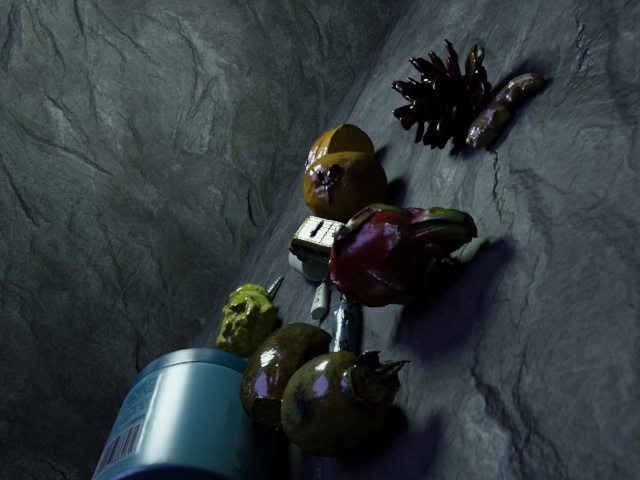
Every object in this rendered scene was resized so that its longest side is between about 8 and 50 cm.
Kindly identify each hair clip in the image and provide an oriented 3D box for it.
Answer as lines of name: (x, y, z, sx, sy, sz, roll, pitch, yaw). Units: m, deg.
hair clip: (-0.202, 0.224, 1.953, 0.229, 0.036, 0.066, -62, 20, -13)

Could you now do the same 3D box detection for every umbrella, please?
umbrella: (0.050, 0.178, 1.100, 0.053, 0.052, 0.250, -32, 26, 24)

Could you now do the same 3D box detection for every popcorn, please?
popcorn: (-0.243, 0.272, 1.714, 0.225, 0.174, 0.286, -64, 12, 9)

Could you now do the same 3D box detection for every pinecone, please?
pinecone: (0.253, -0.305, 1.130, 0.202, 0.202, 0.228, -32, -50, -62)

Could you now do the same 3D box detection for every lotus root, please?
lotus root: (-0.065, 0.258, 1.051, 0.275, 0.152, 0.159, -55, -18, -71)
lotus root: (0.030, 0.246, 0.815, 0.278, 0.154, 0.154, -44, 20, 49)

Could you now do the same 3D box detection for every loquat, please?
loquat: (0.066, -0.137, 1.401, 0.238, 0.239, 0.192, -161, 73, -76)

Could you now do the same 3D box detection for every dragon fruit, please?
dragon fruit: (0.136, 0.035, 0.905, 0.270, 0.200, 0.198, -2, 39, 26)

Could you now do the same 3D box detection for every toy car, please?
toy car: (0.000, 0.000, 1.369, 0.257, 0.124, 0.101, 15, 64, 49)

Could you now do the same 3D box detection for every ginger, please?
ginger: (0.338, -0.246, 0.999, 0.173, 0.051, 0.069, -54, 17, 26)

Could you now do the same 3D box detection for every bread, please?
bread: (0.061, -0.242, 1.689, 0.143, 0.196, 0.269, -23, 40, 52)

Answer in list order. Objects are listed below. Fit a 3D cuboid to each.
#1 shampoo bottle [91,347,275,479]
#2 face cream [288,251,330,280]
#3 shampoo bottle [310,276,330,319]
shampoo bottle: (-0.255, 0.439, 1.031, 0.331, 0.331, 0.342, -55, 14, 16)
face cream: (-0.045, 0.060, 1.626, 0.092, 0.092, 0.311, -60, 14, -5)
shampoo bottle: (0.003, 0.146, 1.387, 0.049, 0.034, 0.141, -57, 11, 32)
